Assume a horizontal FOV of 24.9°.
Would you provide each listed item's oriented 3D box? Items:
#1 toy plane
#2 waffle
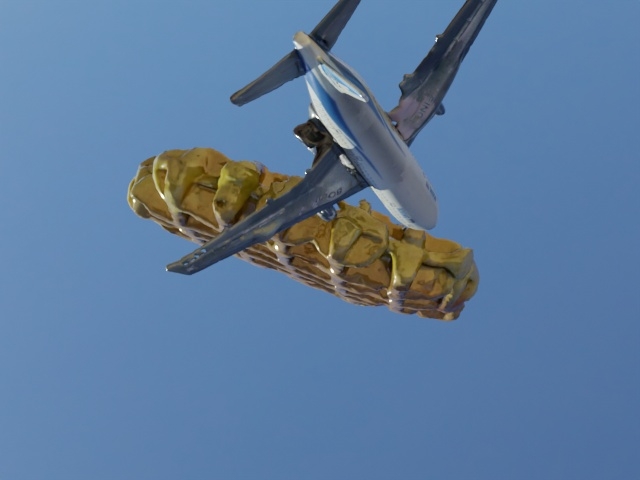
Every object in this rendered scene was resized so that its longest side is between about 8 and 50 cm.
[{"bbox_3d":[0.023,-0.051,0.706,0.226,0.226,0.058,-44,-108,-1],"label":"toy plane"},{"bbox_3d":[0.000,0.001,0.949,0.253,0.056,0.249,13,171,39],"label":"waffle"}]
